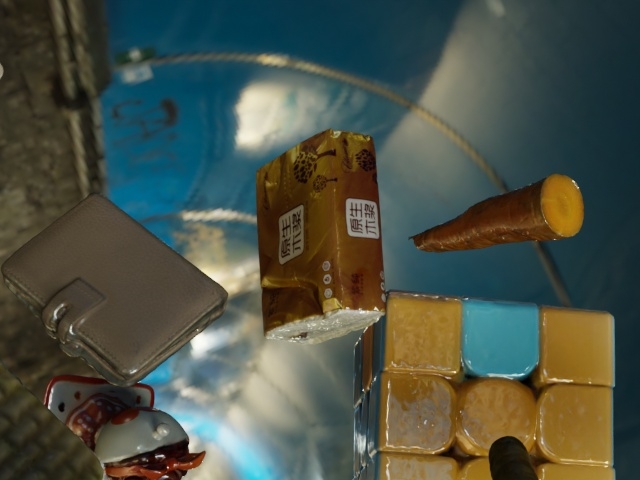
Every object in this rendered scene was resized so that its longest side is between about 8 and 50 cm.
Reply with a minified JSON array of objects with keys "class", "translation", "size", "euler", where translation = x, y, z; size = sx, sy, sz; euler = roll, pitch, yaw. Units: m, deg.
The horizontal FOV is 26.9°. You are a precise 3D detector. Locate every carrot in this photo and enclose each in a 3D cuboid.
[{"class":"carrot","translation":[0.153,-0.012,1.242],"size":[0.224,0.057,0.057],"euler":[-19,-85,58]},{"class":"carrot","translation":[0.207,0.286,1.348],"size":[0.342,0.070,0.070],"euler":[-95,167,-71]}]

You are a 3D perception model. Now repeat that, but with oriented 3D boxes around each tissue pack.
[{"class":"tissue pack","translation":[0.000,0.000,1.610],"size":[0.183,0.092,0.226],"euler":[-27,-120,55]}]

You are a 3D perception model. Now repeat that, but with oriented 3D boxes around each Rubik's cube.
[{"class":"Rubik's cube","translation":[0.195,0.244,1.696],"size":[0.290,0.291,0.292],"euler":[106,-12,-73]}]

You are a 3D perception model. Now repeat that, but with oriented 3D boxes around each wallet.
[{"class":"wallet","translation":[-0.159,0.037,1.013],"size":[0.152,0.118,0.039],"euler":[39,-32,24]}]

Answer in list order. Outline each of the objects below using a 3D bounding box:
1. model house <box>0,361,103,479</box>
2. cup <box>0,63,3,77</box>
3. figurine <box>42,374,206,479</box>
[{"class":"model house","translation":[-0.294,0.219,0.814],"size":[0.321,0.261,0.266],"euler":[7,-59,24]},{"class":"cup","translation":[-0.274,-0.086,0.921],"size":[0.102,0.074,0.099],"euler":[-44,-153,51]},{"class":"figurine","translation":[-0.250,0.284,1.823],"size":[0.226,0.183,0.160],"euler":[7,-93,49]}]
